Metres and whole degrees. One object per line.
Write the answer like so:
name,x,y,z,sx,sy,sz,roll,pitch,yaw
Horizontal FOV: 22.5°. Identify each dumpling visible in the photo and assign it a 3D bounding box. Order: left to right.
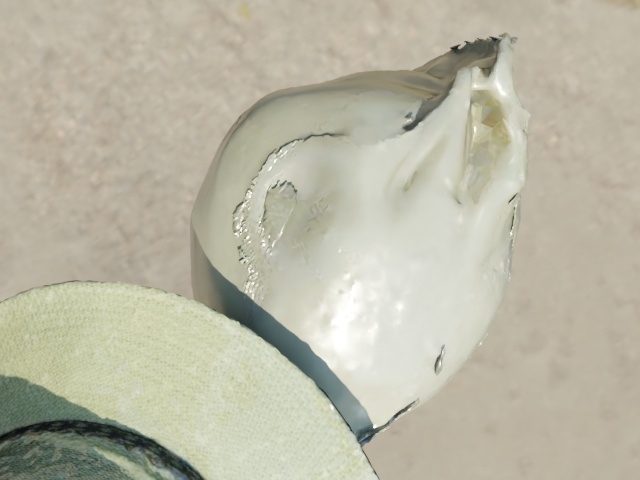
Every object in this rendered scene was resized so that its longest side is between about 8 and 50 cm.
dumpling,0.000,0.000,0.741,0.142,0.172,0.247,35,92,-23

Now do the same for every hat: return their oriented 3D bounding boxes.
hat,-0.106,0.154,0.641,0.257,0.257,0.130,61,25,-2
